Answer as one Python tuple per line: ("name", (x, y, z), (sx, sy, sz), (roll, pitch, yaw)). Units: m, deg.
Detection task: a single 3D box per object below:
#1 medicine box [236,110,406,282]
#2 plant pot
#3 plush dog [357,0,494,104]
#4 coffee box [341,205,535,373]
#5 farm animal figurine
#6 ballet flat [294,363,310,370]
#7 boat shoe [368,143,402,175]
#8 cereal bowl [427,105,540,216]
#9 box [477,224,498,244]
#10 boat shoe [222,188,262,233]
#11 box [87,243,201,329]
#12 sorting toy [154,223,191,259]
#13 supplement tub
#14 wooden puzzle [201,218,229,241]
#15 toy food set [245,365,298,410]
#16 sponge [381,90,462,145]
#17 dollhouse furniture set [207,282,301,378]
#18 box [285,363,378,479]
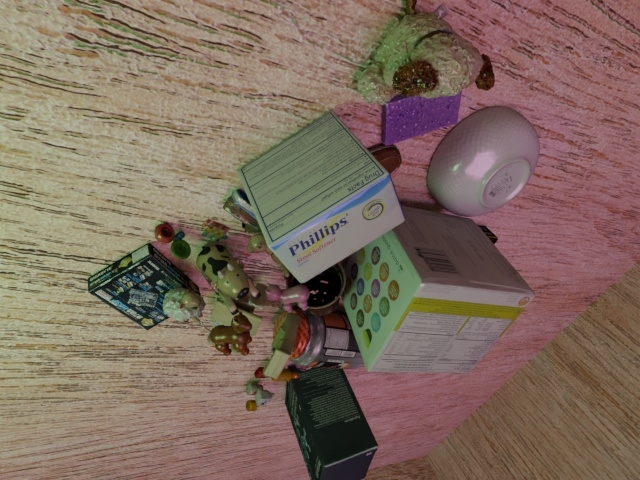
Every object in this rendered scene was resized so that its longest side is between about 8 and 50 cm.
("medicine box", (-0.008, -0.103, 0.903), (0.264, 0.289, 0.149), (-32, 137, 2))
("plant pot", (-0.006, 0.141, 1.215), (0.167, 0.167, 0.165), (-24, 155, -5))
("plush dog", (0.226, -0.365, 0.828), (0.263, 0.225, 0.210), (-15, 135, -15))
("coffee box", (0.288, 0.138, 1.166), (0.338, 0.337, 0.334), (7, 126, -20))
("farm animal figurine", (-0.188, 0.084, 0.988), (0.330, 0.327, 0.172), (-49, 137, -29))
("ballet flat", (-0.001, 0.420, 1.559), (0.222, 0.077, 0.079), (-26, 133, 3))
("boat shoe", (0.087, -0.130, 1.063), (0.307, 0.104, 0.110), (-32, 137, 3))
("cereal bowl", (0.488, -0.198, 1.188), (0.339, 0.141, 0.338), (-16, 135, -16))
("box", (0.424, 0.058, 1.440), (0.322, 0.079, 0.257), (5, 125, -31))
("boat shoe", (-0.168, -0.053, 1.037), (0.066, 0.066, 0.183), (-36, 127, 13))
("box", (-0.442, 0.126, 1.062), (0.175, 0.051, 0.220), (-31, 137, 1))
("sorting toy", (-0.356, 0.004, 0.990), (0.042, 0.061, 0.102), (-25, 107, 38))
("supplement tub", (0.011, 0.326, 1.386), (0.316, 0.193, 0.193), (18, 120, -38))
("wooden puzzle", (-0.267, -0.022, 1.049), (0.083, 0.006, 0.049), (26, 114, -42))
("toy food set", (-0.187, 0.538, 1.537), (0.105, 0.111, 0.232), (15, 119, -36))
("sponge", (0.250, -0.319, 1.027), (0.210, 0.031, 0.117), (-19, 136, -10))
("dollhouse furniture set", (-0.196, 0.253, 1.165), (0.242, 0.161, 0.212), (23, 122, -5))
("box", (0.023, 0.699, 1.593), (0.212, 0.395, 0.293), (-11, 133, -20))
